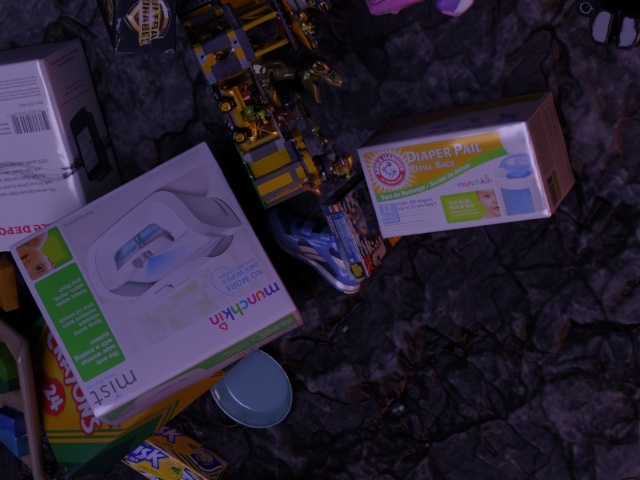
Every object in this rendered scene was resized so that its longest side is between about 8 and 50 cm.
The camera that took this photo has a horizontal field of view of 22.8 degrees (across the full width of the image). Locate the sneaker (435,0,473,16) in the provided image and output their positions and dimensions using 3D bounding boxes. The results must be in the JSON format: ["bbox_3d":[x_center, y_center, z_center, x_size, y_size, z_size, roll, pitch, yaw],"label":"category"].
[{"bbox_3d":[0.143,-0.347,1.600,0.104,0.095,0.236,13,101,-5],"label":"sneaker"}]

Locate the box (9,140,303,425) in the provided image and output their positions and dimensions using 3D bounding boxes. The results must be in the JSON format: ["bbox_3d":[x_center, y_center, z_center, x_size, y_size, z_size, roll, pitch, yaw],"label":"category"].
[{"bbox_3d":[-0.188,0.055,1.854,0.262,0.127,0.231,-28,78,-2],"label":"box"}]

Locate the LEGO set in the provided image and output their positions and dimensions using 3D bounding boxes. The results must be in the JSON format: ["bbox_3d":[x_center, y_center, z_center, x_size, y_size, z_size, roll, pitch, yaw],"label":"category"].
[{"bbox_3d":[-0.029,-0.200,1.683,0.192,0.331,0.255,-24,109,0],"label":"LEGO set"}]

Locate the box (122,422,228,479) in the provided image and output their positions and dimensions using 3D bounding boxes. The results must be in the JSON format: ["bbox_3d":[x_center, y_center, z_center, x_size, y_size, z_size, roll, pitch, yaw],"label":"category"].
[{"bbox_3d":[-0.213,0.284,2.119,0.169,0.054,0.059,31,122,8],"label":"box"}]

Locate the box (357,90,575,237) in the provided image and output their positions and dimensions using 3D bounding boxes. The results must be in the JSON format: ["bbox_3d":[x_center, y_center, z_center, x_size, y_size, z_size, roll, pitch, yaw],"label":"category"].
[{"bbox_3d":[0.159,-0.082,1.743,0.203,0.103,0.114,-8,109,28],"label":"box"}]

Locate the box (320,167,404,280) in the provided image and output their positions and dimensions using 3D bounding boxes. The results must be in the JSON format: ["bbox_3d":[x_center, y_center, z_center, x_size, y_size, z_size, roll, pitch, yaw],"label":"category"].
[{"bbox_3d":[0.054,-0.025,1.799,0.027,0.137,0.094,-13,108,30],"label":"box"}]

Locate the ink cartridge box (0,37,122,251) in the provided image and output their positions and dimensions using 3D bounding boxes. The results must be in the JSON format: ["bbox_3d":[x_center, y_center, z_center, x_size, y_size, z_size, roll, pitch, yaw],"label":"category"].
[{"bbox_3d":[-0.358,-0.116,1.972,0.172,0.100,0.237,-5,110,27],"label":"ink cartridge box"}]

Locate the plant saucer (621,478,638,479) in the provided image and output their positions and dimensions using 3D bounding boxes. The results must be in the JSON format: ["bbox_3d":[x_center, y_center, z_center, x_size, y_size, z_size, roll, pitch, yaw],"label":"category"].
[{"bbox_3d":[0.324,0.438,1.945,0.259,0.048,0.258,-21,103,31],"label":"plant saucer"}]

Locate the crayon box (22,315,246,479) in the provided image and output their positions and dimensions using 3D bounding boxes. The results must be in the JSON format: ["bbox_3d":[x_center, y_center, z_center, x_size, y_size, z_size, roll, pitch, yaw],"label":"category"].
[{"bbox_3d":[-0.249,0.139,2.011,0.318,0.081,0.202,-41,67,33],"label":"crayon box"}]

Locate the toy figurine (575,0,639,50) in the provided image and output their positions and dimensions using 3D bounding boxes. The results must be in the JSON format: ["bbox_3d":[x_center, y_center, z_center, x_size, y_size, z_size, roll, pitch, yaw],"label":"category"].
[{"bbox_3d":[0.318,-0.310,1.545,0.209,0.148,0.213,-33,94,27],"label":"toy figurine"}]

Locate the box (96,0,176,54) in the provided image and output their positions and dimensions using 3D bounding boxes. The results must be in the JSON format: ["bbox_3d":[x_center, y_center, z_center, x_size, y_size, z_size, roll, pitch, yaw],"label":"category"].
[{"bbox_3d":[-0.202,-0.383,1.672,0.073,0.295,0.293,-3,118,-13],"label":"box"}]

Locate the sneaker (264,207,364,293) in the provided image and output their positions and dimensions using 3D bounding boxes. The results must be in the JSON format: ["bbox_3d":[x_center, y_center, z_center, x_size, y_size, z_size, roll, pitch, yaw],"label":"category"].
[{"bbox_3d":[0.000,0.000,1.889,0.144,0.053,0.059,35,124,-3],"label":"sneaker"}]

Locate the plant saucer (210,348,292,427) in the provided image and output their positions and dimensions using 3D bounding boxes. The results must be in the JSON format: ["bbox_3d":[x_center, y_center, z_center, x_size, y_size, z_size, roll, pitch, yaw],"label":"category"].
[{"bbox_3d":[-0.087,0.183,2.032,0.119,0.021,0.119,10,117,20],"label":"plant saucer"}]

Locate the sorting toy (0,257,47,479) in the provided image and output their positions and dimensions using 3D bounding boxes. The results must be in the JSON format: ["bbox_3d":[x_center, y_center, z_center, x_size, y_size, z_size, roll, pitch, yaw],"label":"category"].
[{"bbox_3d":[-0.432,0.148,2.089,0.229,0.041,0.307,34,134,51],"label":"sorting toy"}]

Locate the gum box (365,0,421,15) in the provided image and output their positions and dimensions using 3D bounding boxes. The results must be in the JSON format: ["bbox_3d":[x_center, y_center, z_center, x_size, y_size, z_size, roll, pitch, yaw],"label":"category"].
[{"bbox_3d":[0.082,-0.339,1.683,0.107,0.062,0.188,-12,108,29],"label":"gum box"}]
